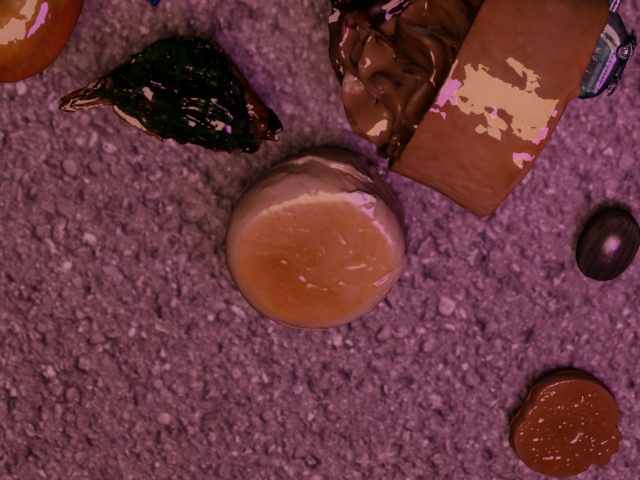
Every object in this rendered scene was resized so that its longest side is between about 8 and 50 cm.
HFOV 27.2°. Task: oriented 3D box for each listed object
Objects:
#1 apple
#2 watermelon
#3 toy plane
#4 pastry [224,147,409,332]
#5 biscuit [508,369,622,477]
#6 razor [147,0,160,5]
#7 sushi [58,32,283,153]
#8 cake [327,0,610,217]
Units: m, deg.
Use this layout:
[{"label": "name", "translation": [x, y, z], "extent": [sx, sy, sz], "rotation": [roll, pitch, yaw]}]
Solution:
[{"label": "apple", "translation": [-0.396, -0.319, 1.655], "extent": [0.210, 0.173, 0.235], "rotation": [37, 103, -7]}, {"label": "watermelon", "translation": [0.387, 0.008, 1.784], "extent": [0.078, 0.078, 0.111], "rotation": [20, 115, -4]}, {"label": "toy plane", "translation": [0.359, -0.268, 1.678], "extent": [0.096, 0.060, 0.235], "rotation": [24, 119, 9]}, {"label": "pastry", "translation": [-0.002, 0.002, 1.781], "extent": [0.264, 0.133, 0.265], "rotation": [2, 115, 3]}, {"label": "biscuit", "translation": [0.360, 0.265, 1.917], "extent": [0.170, 0.050, 0.170], "rotation": [-2, 115, -4]}, {"label": "razor", "translation": [-0.103, -0.388, 1.635], "extent": [0.324, 0.056, 0.093], "rotation": [-28, 146, 16]}, {"label": "sushi", "translation": [-0.183, -0.197, 1.703], "extent": [0.287, 0.140, 0.149], "rotation": [16, 121, -3]}, {"label": "cake", "translation": [0.135, -0.231, 1.572], "extent": [0.321, 0.332, 0.332], "rotation": [28, 113, -1]}]
